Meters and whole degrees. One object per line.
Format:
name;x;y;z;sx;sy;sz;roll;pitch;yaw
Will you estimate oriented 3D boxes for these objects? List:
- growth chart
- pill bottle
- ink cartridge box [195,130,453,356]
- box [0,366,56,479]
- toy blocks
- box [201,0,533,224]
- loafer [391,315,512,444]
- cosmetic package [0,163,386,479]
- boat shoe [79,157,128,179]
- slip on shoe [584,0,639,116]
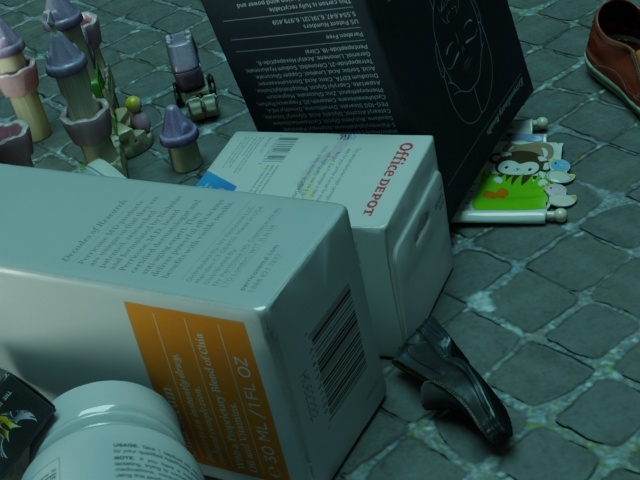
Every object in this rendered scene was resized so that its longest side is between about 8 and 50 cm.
growth chart;0.218;-0.086;1.443;0.171;0.021;0.237;-5;35;10
pill bottle;-0.161;0.248;0.944;0.160;0.160;0.283;-15;34;-4
ink cartridge box;0.000;0.000;1.252;0.232;0.168;0.171;4;37;24
box;-0.342;0.208;1.033;0.231;0.056;0.183;-53;21;-17
toy blocks;-0.311;-0.238;1.630;0.308;0.260;0.289;-15;33;-2
box;0.058;-0.254;1.373;0.211;0.396;0.293;1;38;34
loafer;0.122;0.140;1.114;0.061;0.062;0.170;-38;32;2
cosmetic package;-0.184;0.074;1.151;0.453;0.230;0.161;7;39;29
boat shoe;-0.247;-0.028;1.476;0.081;0.079;0.227;-43;41;-12
slip on shoe;0.438;-0.213;1.485;0.123;0.101;0.331;-19;35;-13
